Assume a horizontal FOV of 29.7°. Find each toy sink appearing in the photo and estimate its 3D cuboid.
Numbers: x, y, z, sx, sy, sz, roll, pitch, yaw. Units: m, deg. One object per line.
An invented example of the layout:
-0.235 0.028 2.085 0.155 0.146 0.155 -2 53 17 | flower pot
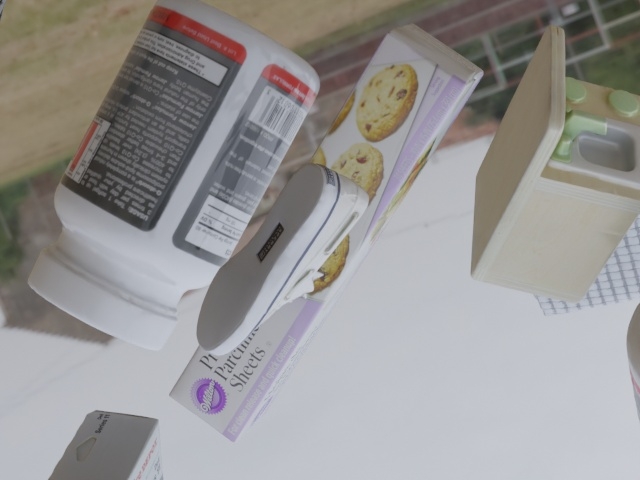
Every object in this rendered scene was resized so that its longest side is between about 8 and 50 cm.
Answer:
0.249 -0.072 1.203 0.131 0.234 0.153 13 -131 -5 | toy sink

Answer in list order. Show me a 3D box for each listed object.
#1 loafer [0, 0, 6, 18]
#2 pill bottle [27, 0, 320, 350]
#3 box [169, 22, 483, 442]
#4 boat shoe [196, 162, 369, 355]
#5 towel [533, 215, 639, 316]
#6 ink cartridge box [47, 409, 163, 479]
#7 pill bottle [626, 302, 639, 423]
-0.368 -0.284 1.276 0.267 0.096 0.084 -51 -176 10 | loafer
-0.170 -0.075 1.361 0.363 0.210 0.210 -61 -172 0 | pill bottle
0.000 0.000 0.851 0.324 0.067 0.063 -57 172 23 | box
-0.015 0.012 0.509 0.100 0.035 0.035 -55 -142 20 | boat shoe
0.356 -0.032 1.540 0.235 0.283 0.121 -11 -130 20 | towel
-0.237 0.320 1.366 0.087 0.208 0.153 4 -151 10 | ink cartridge box
0.404 0.187 1.177 0.176 0.318 0.176 -12 -137 12 | pill bottle
